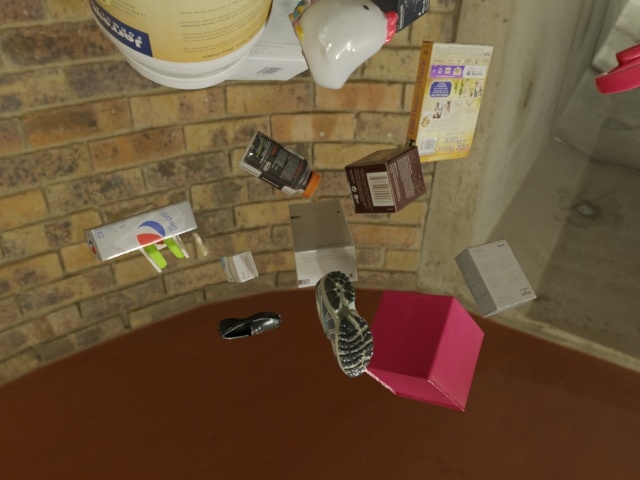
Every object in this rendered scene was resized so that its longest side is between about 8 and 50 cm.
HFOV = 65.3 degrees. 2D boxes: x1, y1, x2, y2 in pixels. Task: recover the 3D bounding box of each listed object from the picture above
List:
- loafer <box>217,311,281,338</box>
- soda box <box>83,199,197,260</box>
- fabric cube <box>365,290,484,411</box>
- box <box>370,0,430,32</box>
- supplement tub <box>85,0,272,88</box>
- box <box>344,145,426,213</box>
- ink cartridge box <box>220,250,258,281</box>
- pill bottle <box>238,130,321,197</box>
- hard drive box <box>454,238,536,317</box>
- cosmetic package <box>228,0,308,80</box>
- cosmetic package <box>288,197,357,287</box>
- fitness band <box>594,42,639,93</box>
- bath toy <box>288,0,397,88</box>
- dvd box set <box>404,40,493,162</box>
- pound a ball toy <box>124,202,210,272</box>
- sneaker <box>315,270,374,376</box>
[{"bbox_3d":[-0.237,0.297,1.708,0.223,0.076,0.078,-6,-149,-20],"label":"loafer"},{"bbox_3d":[-0.507,-0.032,1.422,0.286,0.091,0.098,-23,-166,-36],"label":"soda box"},{"bbox_3d":[0.311,0.333,1.533,0.259,0.254,0.258,0,-122,42],"label":"fabric cube"},{"bbox_3d":[0.201,-0.630,1.247,0.093,0.156,0.158,29,-124,29],"label":"box"},{"bbox_3d":[-0.156,-0.330,0.544,0.228,0.316,0.228,3,-104,-11],"label":"supplement tub"},{"bbox_3d":[0.215,-0.198,1.636,0.167,0.168,0.203,1,-157,41],"label":"box"},{"bbox_3d":[-0.307,0.099,1.873,0.060,0.104,0.180,-21,-173,-29],"label":"ink cartridge box"},{"bbox_3d":[-0.122,-0.227,1.560,0.245,0.130,0.130,29,-148,-14],"label":"pill bottle"},{"bbox_3d":[0.603,0.127,1.730,0.181,0.089,0.232,-11,-112,-22],"label":"hard drive box"},{"bbox_3d":[-0.137,-0.485,1.098,0.224,0.225,0.138,-18,-174,-43],"label":"cosmetic package"},{"bbox_3d":[0.000,0.000,1.846,0.217,0.156,0.385,-8,-151,-5],"label":"cosmetic package"},{"bbox_3d":[0.727,-0.390,1.036,0.291,0.054,0.209,-22,-162,25],"label":"fitness band"},{"bbox_3d":[0.021,-0.327,0.731,0.129,0.151,0.348,-19,-151,5],"label":"bath toy"},{"bbox_3d":[0.465,-0.502,1.828,0.307,0.420,0.062,-12,-149,-30],"label":"dvd box set"},{"bbox_3d":[-0.542,-0.022,1.788,0.208,0.319,0.136,-29,-114,-10],"label":"pound a ball toy"},{"bbox_3d":[0.056,0.225,1.352,0.110,0.283,0.122,-10,173,-26],"label":"sneaker"}]
